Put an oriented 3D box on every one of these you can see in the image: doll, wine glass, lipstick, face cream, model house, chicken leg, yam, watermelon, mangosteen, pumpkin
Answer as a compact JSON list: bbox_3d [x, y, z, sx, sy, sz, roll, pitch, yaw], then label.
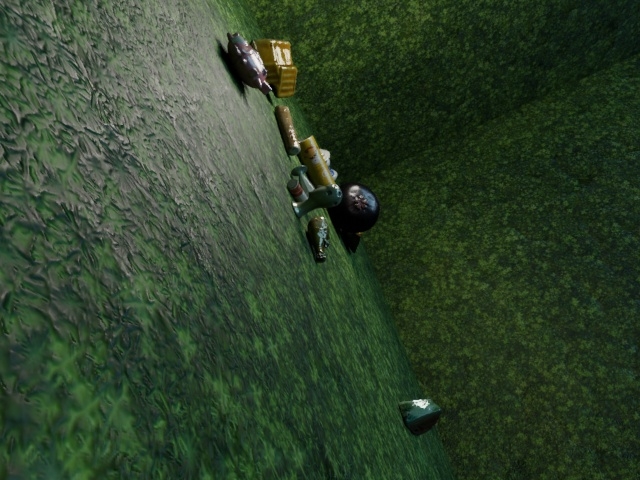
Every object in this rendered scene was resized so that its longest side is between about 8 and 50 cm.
[{"bbox_3d":[0.024,-0.427,2.812,0.138,0.119,0.293,62,-2,41],"label":"doll"},{"bbox_3d":[-0.050,-0.192,1.721,0.073,0.074,0.154,49,19,-65],"label":"wine glass"},{"bbox_3d":[-0.069,-0.151,1.590,0.130,0.039,0.038,57,12,-51],"label":"lipstick"},{"bbox_3d":[-0.008,-0.316,2.258,0.105,0.105,0.348,-90,155,-72],"label":"face cream"},{"bbox_3d":[-0.231,-0.562,1.530,0.211,0.093,0.262,61,9,13],"label":"doll"},{"bbox_3d":[-0.211,-0.728,2.048,0.268,0.174,0.238,-28,109,-52],"label":"model house"},{"bbox_3d":[0.000,0.000,1.513,0.093,0.070,0.178,38,32,-36],"label":"chicken leg"},{"bbox_3d":[-0.138,-0.460,1.983,0.066,0.066,0.299,57,13,-50],"label":"yam"},{"bbox_3d":[0.402,0.714,1.912,0.241,0.154,0.094,77,-2,-46],"label":"watermelon"},{"bbox_3d":[0.163,-0.164,2.491,0.274,0.275,0.302,66,-15,0],"label":"mangosteen"},{"bbox_3d":[0.161,-0.025,2.648,0.254,0.131,0.149,-64,176,-68],"label":"pumpkin"}]

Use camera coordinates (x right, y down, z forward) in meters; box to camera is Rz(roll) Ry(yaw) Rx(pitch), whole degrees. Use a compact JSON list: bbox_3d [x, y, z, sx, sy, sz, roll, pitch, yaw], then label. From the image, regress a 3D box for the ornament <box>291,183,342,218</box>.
[{"bbox_3d":[-0.008,-0.128,1.496,0.075,0.156,0.081,-34,101,-83],"label":"ornament"}]
